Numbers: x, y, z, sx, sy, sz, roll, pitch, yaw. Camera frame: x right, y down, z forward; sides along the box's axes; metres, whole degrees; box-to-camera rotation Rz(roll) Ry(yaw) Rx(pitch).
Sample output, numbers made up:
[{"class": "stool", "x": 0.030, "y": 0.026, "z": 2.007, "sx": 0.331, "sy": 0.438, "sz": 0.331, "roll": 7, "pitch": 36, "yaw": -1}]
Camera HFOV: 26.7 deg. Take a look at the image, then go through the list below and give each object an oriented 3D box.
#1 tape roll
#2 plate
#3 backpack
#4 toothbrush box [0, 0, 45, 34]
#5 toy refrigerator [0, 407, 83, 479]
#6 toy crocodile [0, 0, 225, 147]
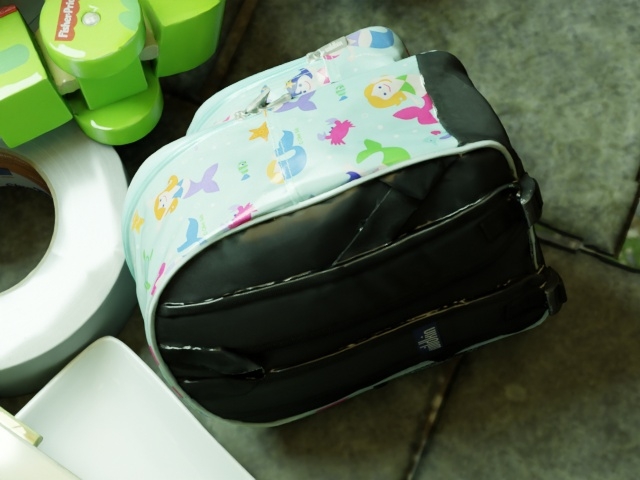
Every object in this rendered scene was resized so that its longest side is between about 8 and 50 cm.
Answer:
[{"class": "tape roll", "x": -0.236, "y": -0.001, "z": 0.962, "sx": 0.219, "sy": 0.072, "sz": 0.219, "roll": -1, "pitch": 71, "yaw": 2}, {"class": "plate", "x": -0.145, "y": 0.250, "z": 0.883, "sx": 0.277, "sy": 0.045, "sz": 0.278, "roll": 42, "pitch": 77, "yaw": 14}, {"class": "backpack", "x": 0.000, "y": 0.000, "z": 0.874, "sx": 0.253, "sy": 0.225, "sz": 0.191, "roll": -27, "pitch": 49, "yaw": -2}, {"class": "toothbrush box", "x": -0.214, "y": -0.245, "z": 0.922, "sx": 0.216, "sy": 0.295, "sz": 0.126, "roll": -38, "pitch": 79, "yaw": -14}, {"class": "toy refrigerator", "x": -0.162, "y": 0.185, "z": 0.829, "sx": 0.269, "sy": 0.102, "sz": 0.094, "roll": 31, "pitch": 75, "yaw": 13}, {"class": "toy crocodile", "x": -0.214, "y": -0.105, "z": 0.900, "sx": 0.340, "sy": 0.115, "sz": 0.105, "roll": -25, "pitch": 66, "yaw": -9}]
